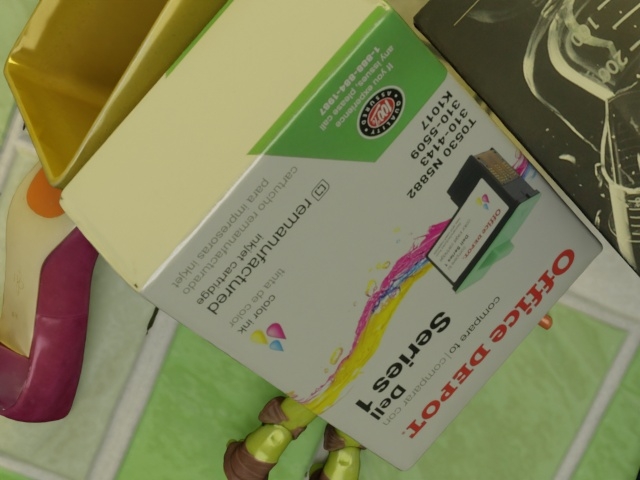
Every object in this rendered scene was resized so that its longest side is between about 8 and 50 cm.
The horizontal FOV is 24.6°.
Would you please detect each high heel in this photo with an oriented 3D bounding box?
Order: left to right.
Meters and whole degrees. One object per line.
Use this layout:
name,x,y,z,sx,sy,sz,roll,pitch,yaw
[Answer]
high heel,-0.181,0.024,1.096,0.117,0.082,0.244,28,88,-49

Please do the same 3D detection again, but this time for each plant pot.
plant pot,-0.061,-0.124,0.961,0.187,0.212,0.212,27,104,-30

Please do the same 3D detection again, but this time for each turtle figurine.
turtle figurine,0.031,0.103,1.077,0.269,0.087,0.217,12,120,-26

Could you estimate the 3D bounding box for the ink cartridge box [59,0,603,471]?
ink cartridge box,0.018,-0.010,0.882,0.201,0.117,0.278,-49,135,2

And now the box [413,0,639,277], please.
box,0.293,-0.128,0.858,0.343,0.179,0.312,-46,62,14

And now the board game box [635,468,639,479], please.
board game box,0.347,0.134,1.113,0.165,0.042,0.243,15,106,-3
